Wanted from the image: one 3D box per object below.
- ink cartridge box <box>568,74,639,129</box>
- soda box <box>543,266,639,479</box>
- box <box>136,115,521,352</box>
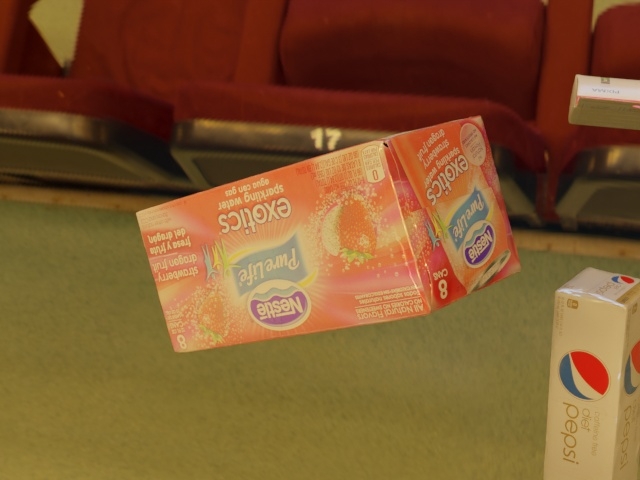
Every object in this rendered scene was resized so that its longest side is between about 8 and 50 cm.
[{"bbox_3d":[0.361,-0.151,1.121,0.181,0.225,0.056,7,90,11],"label":"ink cartridge box"},{"bbox_3d":[0.254,0.140,0.969,0.069,0.216,0.074,13,24,35],"label":"soda box"},{"bbox_3d":[0.000,0.000,0.930,0.300,0.154,0.142,-13,93,40],"label":"box"}]
